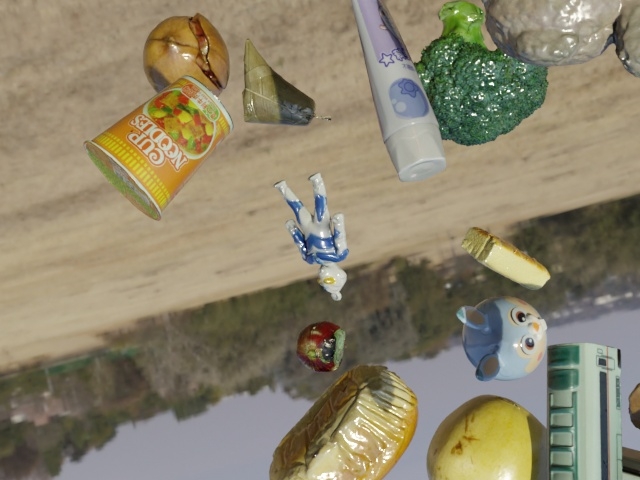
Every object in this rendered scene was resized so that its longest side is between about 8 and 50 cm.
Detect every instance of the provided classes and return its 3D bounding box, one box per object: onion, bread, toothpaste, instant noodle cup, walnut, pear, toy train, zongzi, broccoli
[{"bbox_3d":[-0.001,0.237,2.019,0.118,0.117,0.118,7,-179,0],"label":"onion"},{"bbox_3d":[0.058,0.470,2.088,0.389,0.183,0.236,-47,-158,9],"label":"bread"},{"bbox_3d":[0.090,-0.263,1.287,0.080,0.371,0.125,-24,159,20],"label":"toothpaste"},{"bbox_3d":[-0.236,-0.149,1.378,0.185,0.168,0.168,-45,-176,-16],"label":"instant noodle cup"},{"bbox_3d":[-0.315,-0.413,2.164,0.208,0.209,0.336,-15,164,-5],"label":"walnut"},{"bbox_3d":[0.402,0.518,2.119,0.309,0.309,0.309,-15,175,-1],"label":"pear"},{"bbox_3d":[0.358,0.347,1.239,0.088,0.407,0.086,17,160,-39],"label":"toy train"},{"bbox_3d":[-0.074,-0.330,1.890,0.189,0.178,0.081,6,-163,16],"label":"zongzi"},{"bbox_3d":[0.429,0.040,2.098,0.188,0.068,0.125,26,-169,-28],"label":"bread"},{"bbox_3d":[0.307,-0.331,1.793,0.297,0.297,0.297,3,159,1],"label":"broccoli"}]

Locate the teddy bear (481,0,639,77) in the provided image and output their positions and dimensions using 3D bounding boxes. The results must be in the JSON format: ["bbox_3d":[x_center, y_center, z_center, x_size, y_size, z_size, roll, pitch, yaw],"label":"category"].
[{"bbox_3d":[0.305,-0.263,0.949,0.267,0.236,0.151,-22,139,8],"label":"teddy bear"}]

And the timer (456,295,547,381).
[{"bbox_3d":[0.335,0.173,1.637,0.175,0.175,0.255,-16,168,6],"label":"timer"}]

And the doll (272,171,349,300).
[{"bbox_3d":[0.000,0.000,1.511,0.114,0.227,0.057,-10,-159,33],"label":"doll"}]

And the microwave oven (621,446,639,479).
[{"bbox_3d":[0.703,0.594,1.841,0.354,0.286,0.218,10,-177,28],"label":"microwave oven"}]

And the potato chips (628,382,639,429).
[{"bbox_3d":[0.618,0.286,1.596,0.150,0.049,0.202,-30,143,1],"label":"potato chips"}]
